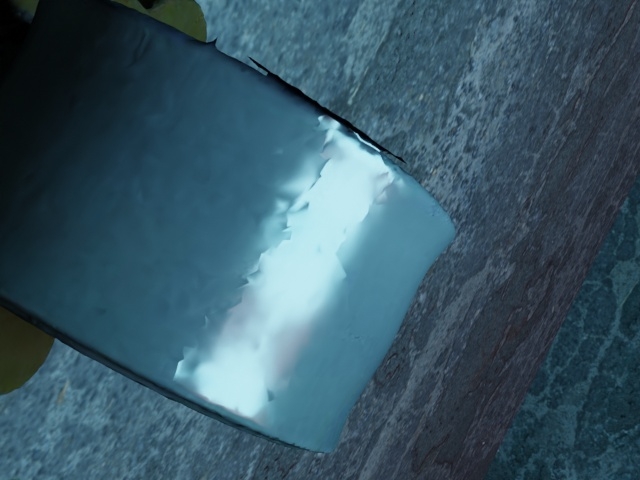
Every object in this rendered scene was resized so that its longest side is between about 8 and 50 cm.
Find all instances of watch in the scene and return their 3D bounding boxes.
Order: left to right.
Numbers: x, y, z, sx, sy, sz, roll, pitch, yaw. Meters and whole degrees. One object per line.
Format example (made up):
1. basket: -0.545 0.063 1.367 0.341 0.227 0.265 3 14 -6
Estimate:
1. watch: -0.107 -0.020 0.570 0.314 0.326 0.335 -62 152 -6

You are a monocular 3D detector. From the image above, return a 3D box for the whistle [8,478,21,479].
1. whistle: -0.321 0.208 0.704 0.223 0.123 0.123 -11 128 -32
